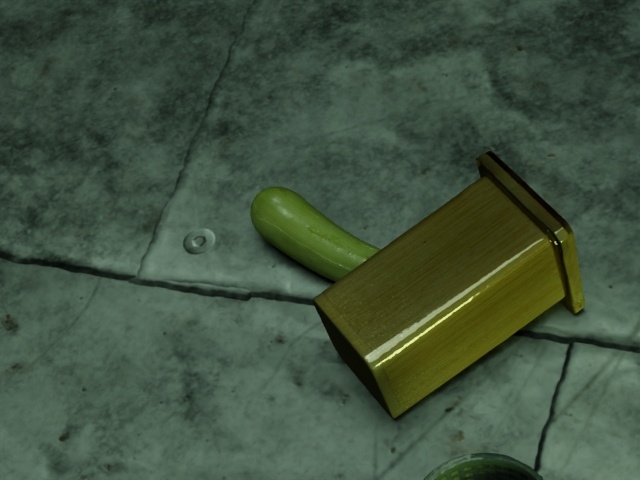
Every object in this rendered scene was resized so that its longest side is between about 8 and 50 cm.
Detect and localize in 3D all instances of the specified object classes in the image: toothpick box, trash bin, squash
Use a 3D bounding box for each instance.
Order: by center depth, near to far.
[{"bbox_3d":[0.200,0.363,1.972,0.175,0.161,0.175,-9,49,10],"label":"trash bin"},{"bbox_3d":[0.165,0.068,2.210,0.308,0.190,0.187,-34,54,-9],"label":"toothpick box"},{"bbox_3d":[0.000,0.000,2.367,0.250,0.083,0.083,31,65,30],"label":"squash"}]
